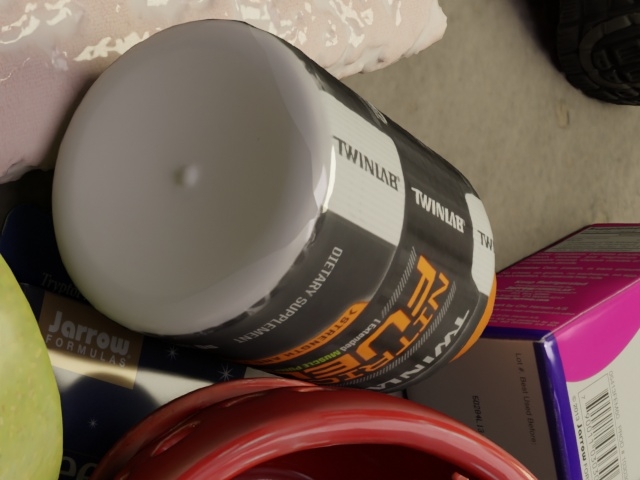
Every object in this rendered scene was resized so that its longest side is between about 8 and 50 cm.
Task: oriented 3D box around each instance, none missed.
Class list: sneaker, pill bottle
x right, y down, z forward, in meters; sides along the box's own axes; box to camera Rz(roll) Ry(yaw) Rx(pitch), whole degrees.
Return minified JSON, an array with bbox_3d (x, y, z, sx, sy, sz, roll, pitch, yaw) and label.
[{"bbox_3d":[0.181,-0.192,0.863,0.286,0.109,0.130,45,50,-42],"label":"sneaker"},{"bbox_3d":[0.000,0.000,0.639,0.245,0.130,0.131,26,72,-60],"label":"pill bottle"}]

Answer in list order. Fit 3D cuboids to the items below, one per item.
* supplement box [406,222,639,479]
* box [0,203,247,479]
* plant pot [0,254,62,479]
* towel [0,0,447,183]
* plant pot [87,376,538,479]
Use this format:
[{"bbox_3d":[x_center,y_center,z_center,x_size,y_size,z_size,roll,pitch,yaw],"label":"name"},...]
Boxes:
[{"bbox_3d":[0.161,0.070,0.838,0.220,0.114,0.111,-22,106,-42],"label":"supplement box"},{"bbox_3d":[-0.106,0.108,0.621,0.136,0.036,0.225,24,73,-43],"label":"box"},{"bbox_3d":[-0.214,0.084,0.373,0.254,0.276,0.276,-41,119,-49],"label":"plant pot"},{"bbox_3d":[-0.076,-0.210,0.632,0.331,0.053,0.317,-22,107,-42],"label":"towel"},{"bbox_3d":[-0.010,0.148,0.539,0.191,0.174,0.191,0,89,-15],"label":"plant pot"}]
